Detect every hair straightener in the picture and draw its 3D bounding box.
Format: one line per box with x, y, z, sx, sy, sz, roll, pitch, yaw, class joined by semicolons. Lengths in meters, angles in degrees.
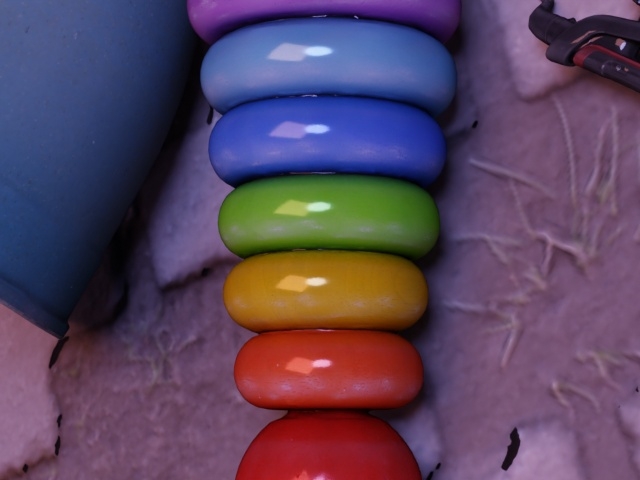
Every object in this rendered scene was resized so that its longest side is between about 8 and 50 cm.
0.183;-0.091;0.700;0.230;0.047;0.089;31;97;42;hair straightener

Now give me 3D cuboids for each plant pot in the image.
-0.182;-0.127;0.847;0.272;0.271;0.255;26;80;37;plant pot

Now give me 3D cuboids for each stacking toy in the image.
0.000;0.000;0.760;0.141;0.141;0.330;-3;82;36;stacking toy
